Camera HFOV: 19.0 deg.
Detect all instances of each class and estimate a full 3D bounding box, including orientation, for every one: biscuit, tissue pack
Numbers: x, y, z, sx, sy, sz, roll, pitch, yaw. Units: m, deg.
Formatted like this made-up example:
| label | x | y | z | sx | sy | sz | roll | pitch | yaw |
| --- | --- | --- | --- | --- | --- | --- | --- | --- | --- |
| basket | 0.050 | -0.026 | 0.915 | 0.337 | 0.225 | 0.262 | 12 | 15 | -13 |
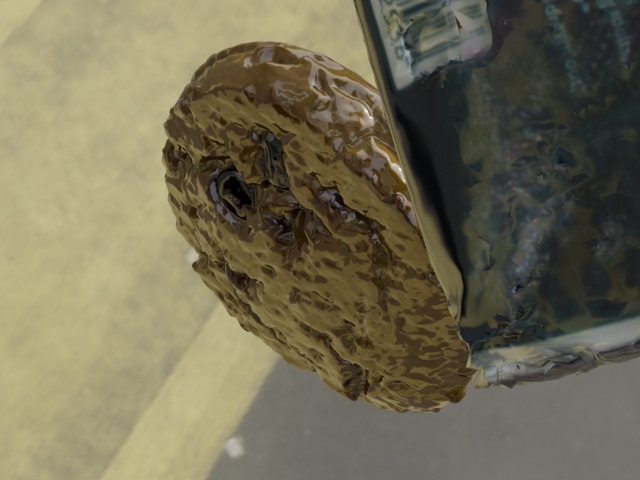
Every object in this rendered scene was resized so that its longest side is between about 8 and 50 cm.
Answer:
| label | x | y | z | sx | sy | sz | roll | pitch | yaw |
| --- | --- | --- | --- | --- | --- | --- | --- | --- | --- |
| biscuit | -0.001 | 0.001 | 1.278 | 0.075 | 0.296 | 0.296 | -40 | 89 | -32 |
| tissue pack | 0.139 | -0.183 | 0.690 | 0.253 | 0.264 | 0.416 | -15 | 86 | -56 |
